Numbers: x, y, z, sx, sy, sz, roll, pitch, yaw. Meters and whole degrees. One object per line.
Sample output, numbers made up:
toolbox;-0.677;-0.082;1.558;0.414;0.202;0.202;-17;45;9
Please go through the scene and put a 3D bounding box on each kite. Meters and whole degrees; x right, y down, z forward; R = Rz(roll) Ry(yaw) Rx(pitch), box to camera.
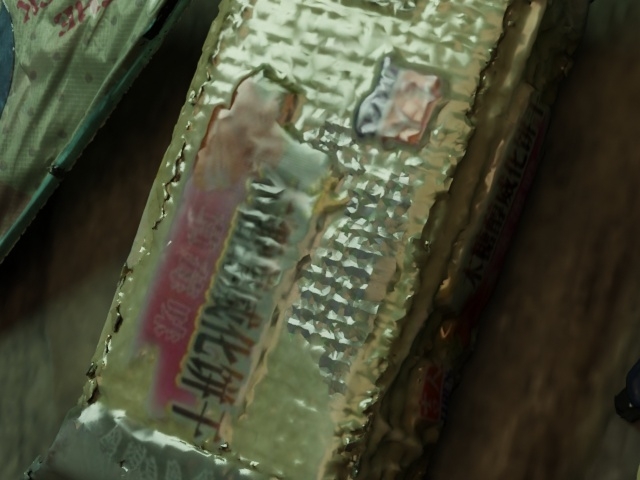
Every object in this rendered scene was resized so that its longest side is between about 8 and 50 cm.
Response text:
kite;-0.180;-0.120;0.772;0.406;0.014;0.368;3;91;35

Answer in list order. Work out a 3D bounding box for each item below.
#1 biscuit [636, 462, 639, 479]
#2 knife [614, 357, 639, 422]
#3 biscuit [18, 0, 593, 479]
biscuit;0.267;0.017;0.550;0.325;0.044;0.217;2;61;20
knife;0.153;0.024;0.640;0.121;0.018;0.031;-41;69;10
biscuit;0.004;0.002;0.671;0.186;0.079;0.309;20;87;30
